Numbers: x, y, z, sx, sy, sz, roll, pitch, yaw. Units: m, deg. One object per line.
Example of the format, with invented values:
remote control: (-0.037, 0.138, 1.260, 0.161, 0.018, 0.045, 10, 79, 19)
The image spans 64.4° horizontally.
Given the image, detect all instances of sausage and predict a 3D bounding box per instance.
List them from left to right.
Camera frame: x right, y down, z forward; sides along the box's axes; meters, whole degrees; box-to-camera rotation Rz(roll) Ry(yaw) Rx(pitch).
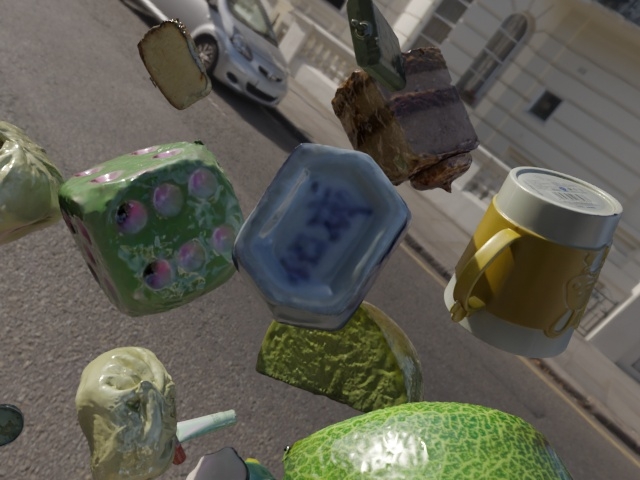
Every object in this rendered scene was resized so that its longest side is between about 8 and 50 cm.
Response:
sausage: (-0.325, 0.431, 1.098, 0.034, 0.129, 0.034, -8, 30, 5)

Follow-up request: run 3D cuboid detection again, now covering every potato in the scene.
potato: (0.084, 0.218, 1.095, 0.331, 0.212, 0.280, 15, 2, 21)

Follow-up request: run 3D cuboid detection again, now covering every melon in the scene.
melon: (0.107, 0.223, 0.316, 0.265, 0.169, 0.129, 53, 9, -5)

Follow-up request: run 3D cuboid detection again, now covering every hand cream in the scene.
hand cream: (-0.348, 0.546, 1.495, 0.205, 0.049, 0.078, -5, 37, -34)

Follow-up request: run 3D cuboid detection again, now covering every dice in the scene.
dice: (-0.378, -0.033, 1.174, 0.322, 0.318, 0.331, -31, 28, -31)

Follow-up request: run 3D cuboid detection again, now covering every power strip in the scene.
power strip: (0.081, -0.273, 0.718, 0.268, 0.035, 0.092, -24, 104, -70)

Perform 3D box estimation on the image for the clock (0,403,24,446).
clock: (-0.646, 0.374, 1.026, 0.085, 0.085, 0.017, 26, -12, -30)

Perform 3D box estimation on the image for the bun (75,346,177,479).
bun: (-0.303, 0.286, 0.837, 0.229, 0.145, 0.229, -17, 90, -88)

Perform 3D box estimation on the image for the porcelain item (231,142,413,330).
porcelain item: (0.000, 0.000, 0.682, 0.179, 0.242, 0.405, 32, -3, 4)

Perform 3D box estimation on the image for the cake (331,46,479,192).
cake: (0.177, -0.217, 1.044, 0.199, 0.196, 0.292, -22, 88, -27)

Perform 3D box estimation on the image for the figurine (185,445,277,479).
figurine: (-0.192, 0.704, 1.341, 0.323, 0.232, 0.340, -113, 176, -45)

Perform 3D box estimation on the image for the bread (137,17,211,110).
bread: (-0.227, -0.282, 0.816, 0.044, 0.126, 0.129, -39, 110, -41)

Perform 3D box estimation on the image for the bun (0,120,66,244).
bun: (-0.752, -0.153, 1.159, 0.361, 0.213, 0.361, 29, 28, -18)

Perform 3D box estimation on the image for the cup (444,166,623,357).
cup: (0.272, 0.031, 0.691, 0.241, 0.225, 0.185, -10, 37, -37)
